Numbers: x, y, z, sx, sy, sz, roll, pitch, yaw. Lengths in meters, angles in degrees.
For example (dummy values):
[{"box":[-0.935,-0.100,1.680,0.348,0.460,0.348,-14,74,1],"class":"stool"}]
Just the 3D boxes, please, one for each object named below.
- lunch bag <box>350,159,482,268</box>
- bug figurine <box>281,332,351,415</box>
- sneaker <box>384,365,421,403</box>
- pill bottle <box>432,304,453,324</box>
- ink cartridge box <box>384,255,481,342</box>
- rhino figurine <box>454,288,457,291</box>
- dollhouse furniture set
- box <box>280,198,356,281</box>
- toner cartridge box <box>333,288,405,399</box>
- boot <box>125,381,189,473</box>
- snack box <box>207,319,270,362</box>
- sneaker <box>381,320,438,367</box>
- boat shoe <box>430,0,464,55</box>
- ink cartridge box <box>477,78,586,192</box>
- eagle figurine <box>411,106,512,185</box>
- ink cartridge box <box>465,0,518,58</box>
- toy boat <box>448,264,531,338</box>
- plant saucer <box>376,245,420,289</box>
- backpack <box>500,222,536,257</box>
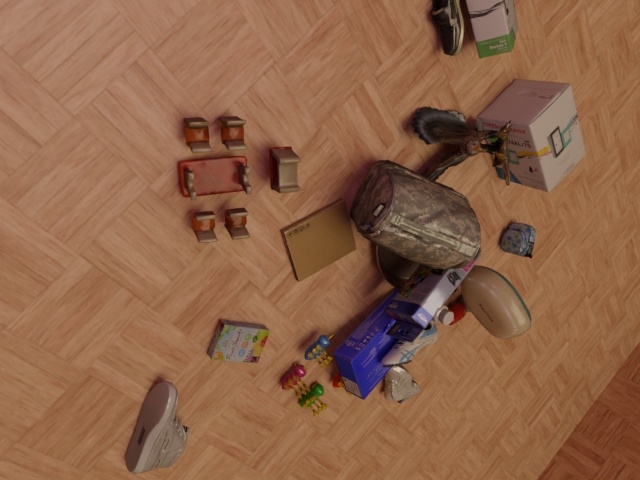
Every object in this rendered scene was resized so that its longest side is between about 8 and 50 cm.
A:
[{"box":[0.245,-0.056,1.349,0.305,0.256,0.212,22,105,-16],"class":"lunch bag"},{"box":[-0.004,0.395,1.538,0.216,0.072,0.279,-41,132,-7],"class":"bug figurine"},{"box":[0.253,0.482,1.746,0.115,0.090,0.232,-43,127,-8],"class":"sneaker"},{"box":[0.378,0.231,1.708,0.065,0.116,0.065,-14,117,-30],"class":"pill bottle"},{"box":[0.293,0.139,1.450,0.065,0.186,0.311,41,78,-11],"class":"ink cartridge box"},{"box":[0.435,0.094,1.720,0.106,0.073,0.243,-17,125,-34],"class":"rhino figurine"},{"box":[-0.185,-0.150,1.174,0.259,0.135,0.261,-8,113,-20],"class":"dollhouse furniture set"},{"box":[0.000,0.000,1.408,0.201,0.021,0.164,-29,123,-23],"class":"box"},{"box":[0.192,0.298,1.583,0.348,0.075,0.165,-39,128,-33],"class":"toner cartridge box"},{"box":[-0.383,0.462,1.299,0.124,0.095,0.258,14,109,-44],"class":"boot"},{"box":[-0.212,0.265,1.359,0.141,0.037,0.100,16,98,-38],"class":"snack box"},{"box":[0.260,0.306,1.552,0.237,0.085,0.086,-25,93,-38],"class":"sneaker"},{"box":[0.322,-0.595,1.356,0.074,0.080,0.223,-16,112,-23],"class":"boat shoe"},{"box":[0.660,-0.330,1.621,0.197,0.198,0.270,-44,127,-12],"class":"ink cartridge box"},{"box":[0.395,-0.267,1.498,0.299,0.225,0.226,-7,73,2],"class":"eagle figurine"},{"box":[0.453,-0.627,1.382,0.219,0.093,0.160,62,40,-36],"class":"ink cartridge box"},{"box":[0.537,0.201,1.716,0.148,0.318,0.267,-32,87,-28],"class":"toy boat"},{"box":[0.299,0.005,1.569,0.311,0.050,0.310,-6,108,-18],"class":"plant saucer"},{"box":[0.703,-0.006,1.846,0.084,0.105,0.114,8,99,-38],"class":"backpack"}]
